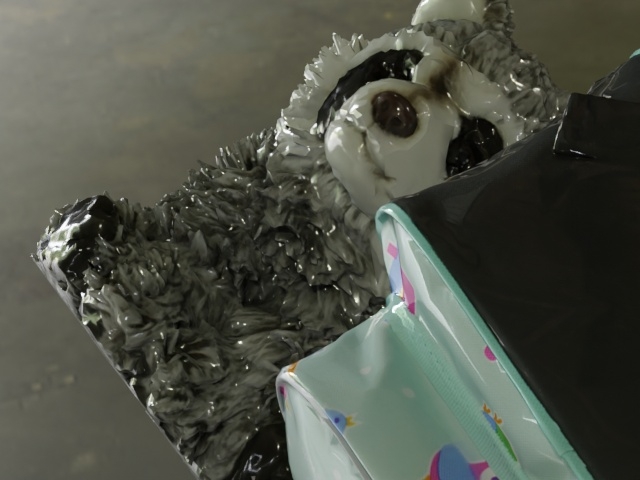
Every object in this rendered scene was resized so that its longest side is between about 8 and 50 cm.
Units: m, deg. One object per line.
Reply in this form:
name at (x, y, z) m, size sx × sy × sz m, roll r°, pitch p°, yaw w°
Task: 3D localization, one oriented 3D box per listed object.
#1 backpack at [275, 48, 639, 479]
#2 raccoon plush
backpack at (0.082, 0.076, 0.390) m, size 0.144 × 0.188 × 0.166 m, roll -36°, pitch 58°, yaw -2°
raccoon plush at (0.000, 0.000, 0.986) m, size 0.299 × 0.216 × 0.446 m, roll -37°, pitch 3°, yaw -9°
